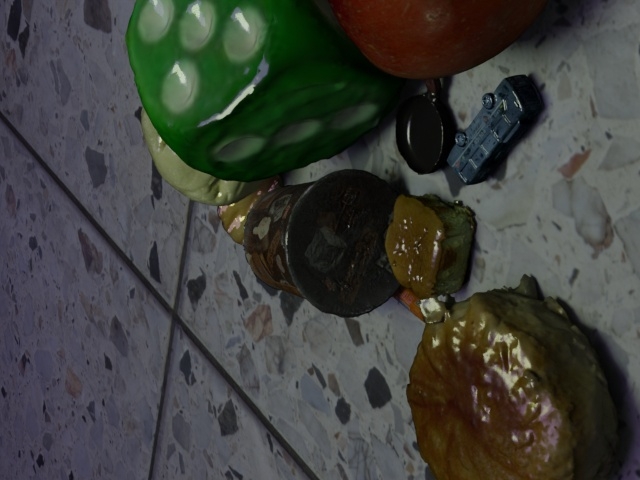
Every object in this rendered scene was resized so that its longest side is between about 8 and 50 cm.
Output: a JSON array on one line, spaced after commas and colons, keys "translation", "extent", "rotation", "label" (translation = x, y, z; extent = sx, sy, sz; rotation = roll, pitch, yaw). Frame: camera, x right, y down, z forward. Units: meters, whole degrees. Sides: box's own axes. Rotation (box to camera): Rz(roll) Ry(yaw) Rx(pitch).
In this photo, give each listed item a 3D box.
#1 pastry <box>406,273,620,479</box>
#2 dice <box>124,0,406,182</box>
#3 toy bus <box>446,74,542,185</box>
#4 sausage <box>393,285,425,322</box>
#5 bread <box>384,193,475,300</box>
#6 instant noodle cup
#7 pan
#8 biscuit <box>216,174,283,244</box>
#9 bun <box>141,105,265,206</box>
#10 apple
[{"translation": [0.243, 0.220, 1.462], "extent": [0.329, 0.136, 0.329], "rotation": [15, 108, 53], "label": "pastry"}, {"translation": [-0.075, -0.270, 1.611], "extent": [0.300, 0.297, 0.287], "rotation": [-33, 66, 29], "label": "dice"}, {"translation": [0.227, -0.143, 1.481], "extent": [0.065, 0.047, 0.166], "rotation": [59, 142, 22], "label": "toy bus"}, {"translation": [0.133, 0.086, 1.685], "extent": [0.107, 0.031, 0.031], "rotation": [40, 129, 44], "label": "sausage"}, {"translation": [0.152, 0.006, 1.606], "extent": [0.128, 0.069, 0.140], "rotation": [32, 122, 50], "label": "bread"}, {"translation": [0.000, 0.000, 1.719], "extent": [0.207, 0.217, 0.217], "rotation": [4, 101, 62], "label": "instant noodle cup"}, {"translation": [0.152, -0.192, 1.582], "extent": [0.115, 0.040, 0.212], "rotation": [44, 139, 43], "label": "pan"}, {"translation": [-0.122, -0.072, 1.990], "extent": [0.118, 0.061, 0.183], "rotation": [12, 113, 11], "label": "biscuit"}, {"translation": [-0.167, -0.198, 1.848], "extent": [0.160, 0.259, 0.259], "rotation": [138, 117, -66], "label": "bun"}, {"translation": [0.124, -0.368, 1.336], "extent": [0.277, 0.348, 0.348], "rotation": [-30, 67, 13], "label": "apple"}]
